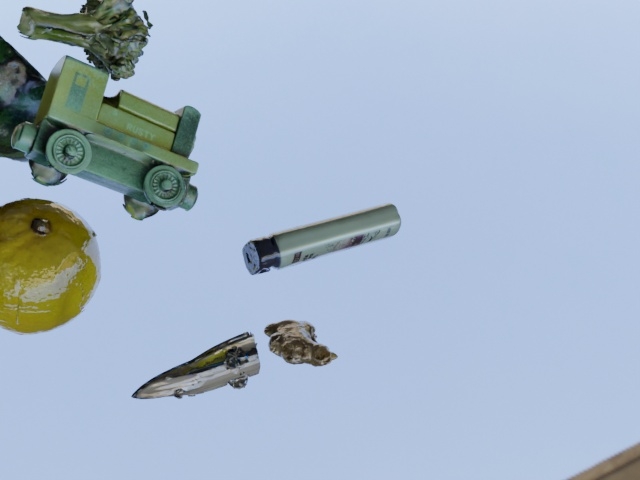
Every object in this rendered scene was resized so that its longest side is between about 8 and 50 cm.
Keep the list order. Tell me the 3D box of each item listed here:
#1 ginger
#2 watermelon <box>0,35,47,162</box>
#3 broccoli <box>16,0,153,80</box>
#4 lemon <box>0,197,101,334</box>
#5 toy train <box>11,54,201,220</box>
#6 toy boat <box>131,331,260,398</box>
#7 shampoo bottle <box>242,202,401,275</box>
[{"bbox_3d":[-0.057,0.253,1.928,0.137,0.074,0.213,-12,-152,-20],"label":"ginger"},{"bbox_3d":[-0.750,-0.298,1.916,0.222,0.292,0.319,-45,-164,-19],"label":"watermelon"},{"bbox_3d":[-0.486,-0.412,1.689,0.177,0.199,0.275,-26,-174,38],"label":"broccoli"},{"bbox_3d":[-0.606,0.054,1.703,0.297,0.297,0.297,-6,-144,4],"label":"lemon"},{"bbox_3d":[-0.422,-0.204,1.671,0.160,0.397,0.253,-13,-119,56],"label":"toy train"},{"bbox_3d":[-0.185,0.204,1.223,0.210,0.084,0.066,-16,-134,-18],"label":"toy boat"},{"bbox_3d":[0.000,0.000,1.754,0.359,0.134,0.078,-16,-101,-30],"label":"shampoo bottle"}]
